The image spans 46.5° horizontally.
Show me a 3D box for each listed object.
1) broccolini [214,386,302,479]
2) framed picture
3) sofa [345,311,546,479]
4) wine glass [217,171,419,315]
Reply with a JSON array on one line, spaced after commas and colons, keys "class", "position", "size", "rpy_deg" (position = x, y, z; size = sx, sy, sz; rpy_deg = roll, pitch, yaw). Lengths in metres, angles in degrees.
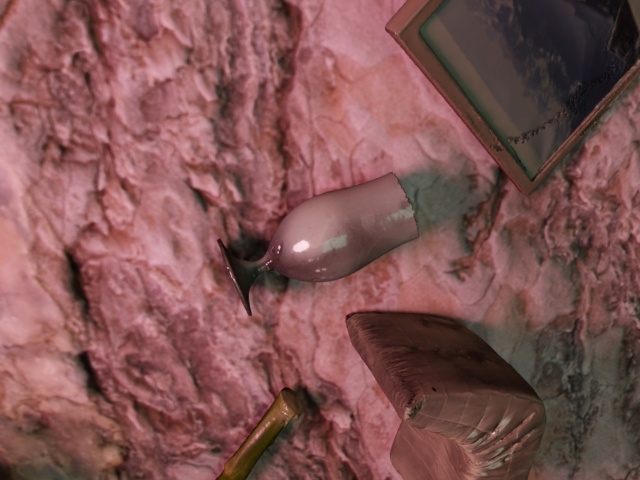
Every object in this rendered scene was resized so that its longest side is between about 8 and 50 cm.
[{"class": "broccolini", "position": [-0.154, 0.338, 0.892], "size": [0.078, 0.074, 0.392], "rpy_deg": [30, 103, -32]}, {"class": "framed picture", "position": [0.228, -0.205, 0.736], "size": [0.247, 0.022, 0.335], "rpy_deg": [-48, 140, 6]}, {"class": "sofa", "position": [0.120, 0.221, 0.852], "size": [0.175, 0.210, 0.226], "rpy_deg": [4, 112, -20]}, {"class": "wine glass", "position": [0.000, 0.000, 0.787], "size": [0.202, 0.093, 0.093], "rpy_deg": [-22, 117, -7]}]
